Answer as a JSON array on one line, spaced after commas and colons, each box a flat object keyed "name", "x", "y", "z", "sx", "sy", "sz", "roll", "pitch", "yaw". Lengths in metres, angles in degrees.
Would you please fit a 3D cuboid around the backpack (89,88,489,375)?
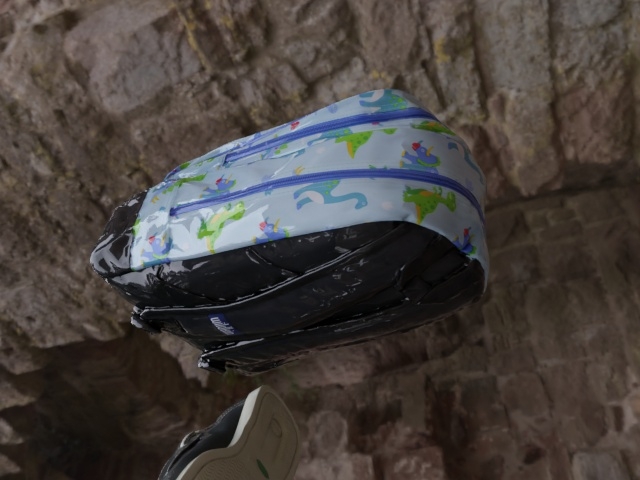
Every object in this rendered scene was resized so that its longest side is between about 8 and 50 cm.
[{"name": "backpack", "x": 0.000, "y": 0.000, "z": 0.746, "sx": 0.290, "sy": 0.355, "sz": 0.273, "roll": 44, "pitch": -126, "yaw": -39}]

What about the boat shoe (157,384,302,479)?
[{"name": "boat shoe", "x": -0.076, "y": 0.176, "z": 0.478, "sx": 0.084, "sy": 0.079, "sz": 0.233, "roll": 62, "pitch": -166, "yaw": -3}]
